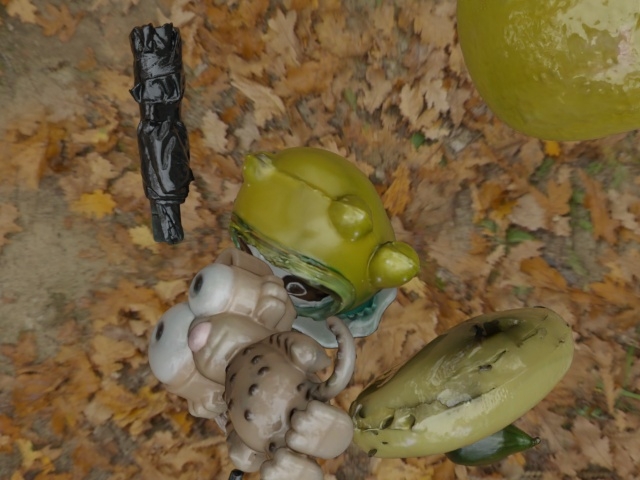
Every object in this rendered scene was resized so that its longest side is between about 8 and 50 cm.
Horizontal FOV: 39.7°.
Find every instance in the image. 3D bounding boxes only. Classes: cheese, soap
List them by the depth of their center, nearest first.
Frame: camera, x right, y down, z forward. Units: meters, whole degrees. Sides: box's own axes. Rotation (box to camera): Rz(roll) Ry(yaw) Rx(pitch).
[{"bbox_3d":[0.160,0.179,1.075,0.259,0.316,0.128,-36,76,36],"label":"cheese"},{"bbox_3d":[0.371,-0.288,1.127,0.427,0.115,0.306,-13,108,36],"label":"soap"}]

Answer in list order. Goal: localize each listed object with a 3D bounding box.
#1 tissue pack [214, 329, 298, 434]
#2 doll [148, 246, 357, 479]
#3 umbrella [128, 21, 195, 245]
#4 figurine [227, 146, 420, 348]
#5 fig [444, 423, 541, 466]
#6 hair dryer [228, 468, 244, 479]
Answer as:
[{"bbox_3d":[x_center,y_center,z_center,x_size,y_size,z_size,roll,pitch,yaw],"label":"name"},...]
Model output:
[{"bbox_3d":[-0.096,0.191,1.445,0.073,0.173,0.235,18,57,25],"label":"tissue pack"},{"bbox_3d":[-0.056,0.106,0.762,0.119,0.278,0.154,26,92,-31],"label":"doll"},{"bbox_3d":[-0.167,-0.112,0.949,0.059,0.066,0.235,3,102,38],"label":"umbrella"},{"bbox_3d":[0.000,0.000,1.239,0.324,0.340,0.231,30,71,19],"label":"figurine"},{"bbox_3d":[0.305,0.354,1.589,0.177,0.117,0.117,7,90,11],"label":"fig"},{"bbox_3d":[-0.147,0.349,0.910,0.196,0.078,0.248,15,75,15],"label":"hair dryer"}]
